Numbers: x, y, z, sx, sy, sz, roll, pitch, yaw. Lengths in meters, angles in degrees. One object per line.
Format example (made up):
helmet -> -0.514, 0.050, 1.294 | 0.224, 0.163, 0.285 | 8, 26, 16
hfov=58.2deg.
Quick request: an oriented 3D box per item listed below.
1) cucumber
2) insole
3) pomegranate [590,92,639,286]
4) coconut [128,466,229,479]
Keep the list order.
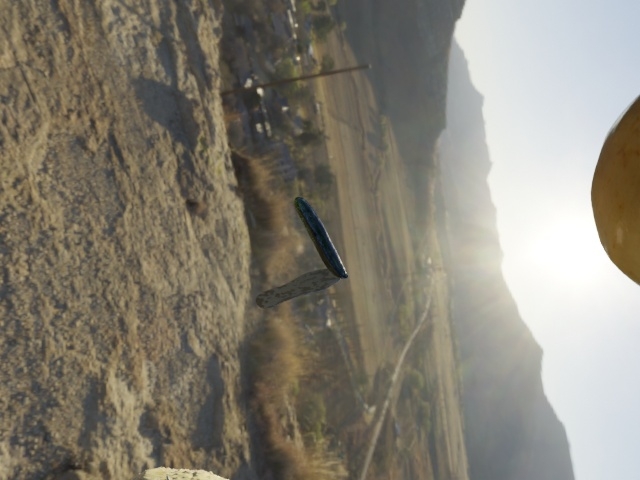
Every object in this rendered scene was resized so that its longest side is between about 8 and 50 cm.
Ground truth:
cucumber -> 0.000, 0.000, 1.052 | 0.184, 0.033, 0.036 | 63, 19, -20
insole -> -0.045, 0.101, 1.226 | 0.065, 0.194, 0.006 | -124, -162, -49
pomegranate -> 0.501, -0.058, 0.714 | 0.342, 0.343, 0.342 | -9, 90, -75
coconut -> -0.163, 0.397, 0.627 | 0.254, 0.298, 0.297 | 91, -4, -69
